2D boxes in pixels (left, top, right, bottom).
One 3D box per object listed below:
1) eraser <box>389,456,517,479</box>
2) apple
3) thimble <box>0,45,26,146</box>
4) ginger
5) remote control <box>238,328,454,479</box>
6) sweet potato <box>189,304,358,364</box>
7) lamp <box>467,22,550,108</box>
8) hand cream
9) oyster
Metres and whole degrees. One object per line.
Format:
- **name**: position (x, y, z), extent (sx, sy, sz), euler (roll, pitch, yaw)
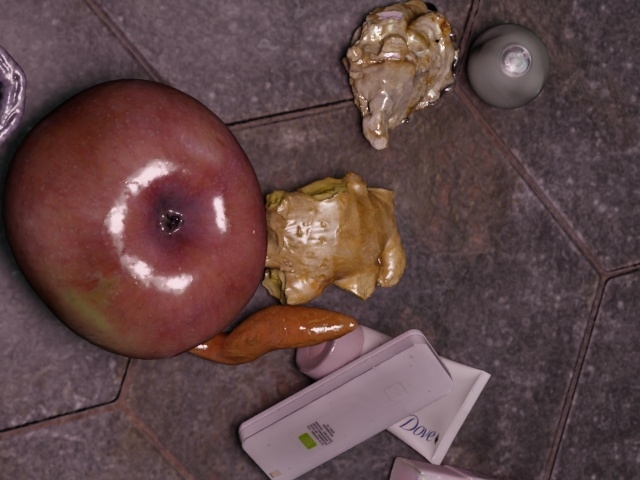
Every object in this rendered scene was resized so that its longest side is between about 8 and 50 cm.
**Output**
- **eraser**: position (0.220, 0.359, 1.895), extent (0.287, 0.086, 0.130), euler (13, 93, -22)
- **apple**: position (-0.196, -0.024, 1.641), extent (0.306, 0.235, 0.305), euler (0, 91, -21)
- **thimble**: position (-0.397, -0.154, 1.632), extent (0.150, 0.098, 0.150), euler (-1, 94, -22)
- **ginger**: position (0.000, 0.000, 1.790), extent (0.216, 0.102, 0.157), euler (-12, 112, -23)
- **remote control**: position (0.030, 0.197, 1.780), extent (0.250, 0.034, 0.103), euler (-31, 128, 8)
- **sweet potato**: position (-0.057, 0.106, 1.763), extent (0.202, 0.055, 0.058), euler (-12, 75, 13)
- **lamp**: position (0.231, -0.215, 1.867), extent (0.105, 0.105, 0.105), euler (-1, 93, -21)
- **hand cream**: position (0.087, 0.177, 1.849), extent (0.248, 0.083, 0.133), euler (28, 93, -27)
- **oyster**: position (0.101, -0.201, 1.833), extent (0.163, 0.081, 0.191), euler (7, 94, -25)
